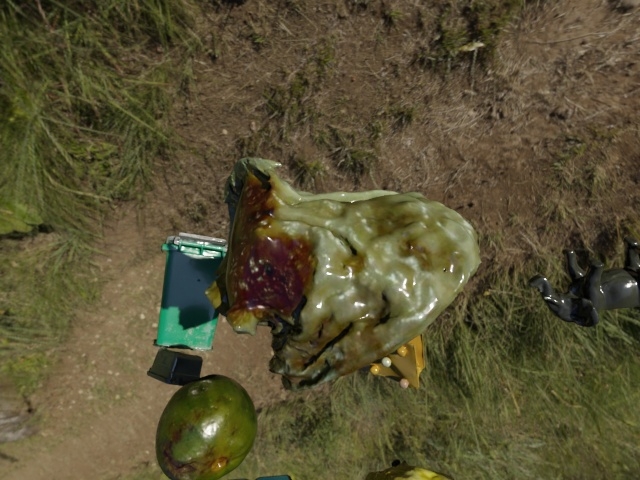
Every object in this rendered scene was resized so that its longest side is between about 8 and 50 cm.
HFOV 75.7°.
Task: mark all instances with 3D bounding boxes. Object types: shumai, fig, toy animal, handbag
[{"bbox_3d":[0.000,0.000,0.529,0.329,0.291,0.289,-35,84,38],"label":"shumai"},{"bbox_3d":[-0.233,0.352,0.809,0.244,0.195,0.196,12,124,56],"label":"fig"},{"bbox_3d":[0.551,0.090,0.823,0.244,0.115,0.147,-9,113,26],"label":"toy animal"},{"bbox_3d":[0.200,0.413,1.608,0.400,0.133,0.283,12,132,30],"label":"handbag"}]

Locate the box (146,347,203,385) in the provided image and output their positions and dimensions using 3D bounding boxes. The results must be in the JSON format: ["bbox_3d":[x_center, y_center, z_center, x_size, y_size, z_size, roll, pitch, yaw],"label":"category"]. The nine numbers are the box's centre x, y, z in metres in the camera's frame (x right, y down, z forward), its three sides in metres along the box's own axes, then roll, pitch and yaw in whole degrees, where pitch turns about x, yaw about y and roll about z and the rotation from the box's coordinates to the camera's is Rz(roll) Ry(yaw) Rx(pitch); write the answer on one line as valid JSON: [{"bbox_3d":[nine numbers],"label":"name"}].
[{"bbox_3d":[-0.447,0.393,1.285,0.172,0.093,0.123,-5,157,45],"label":"box"}]

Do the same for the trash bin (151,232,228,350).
[{"bbox_3d":[-0.437,0.177,1.427,0.258,0.295,0.382,9,81,-18],"label":"trash bin"}]

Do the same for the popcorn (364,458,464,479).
[{"bbox_3d":[0.223,0.616,0.915,0.285,0.215,0.252,15,138,14],"label":"popcorn"}]

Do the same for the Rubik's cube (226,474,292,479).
[{"bbox_3d":[-0.172,0.684,0.822,0.282,0.288,0.294,3,87,-16],"label":"Rubik's cube"}]
